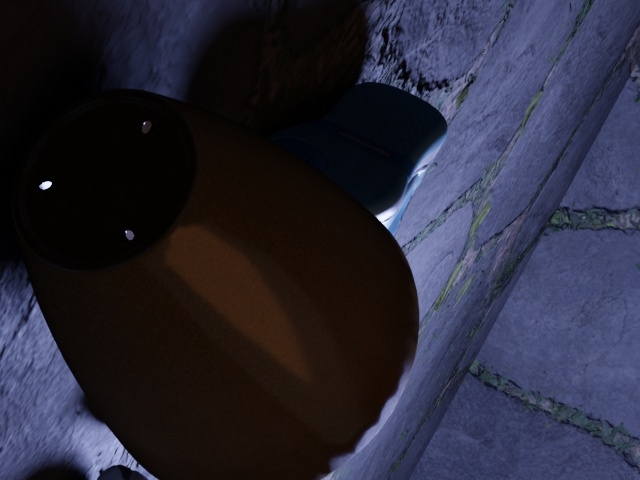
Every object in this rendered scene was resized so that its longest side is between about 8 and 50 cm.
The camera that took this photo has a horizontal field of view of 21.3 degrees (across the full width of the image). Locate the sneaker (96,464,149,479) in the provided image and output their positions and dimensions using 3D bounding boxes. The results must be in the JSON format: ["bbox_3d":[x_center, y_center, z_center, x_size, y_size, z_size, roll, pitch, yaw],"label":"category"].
[{"bbox_3d":[-0.211,0.324,1.476,0.129,0.111,0.297,-27,146,-57],"label":"sneaker"}]

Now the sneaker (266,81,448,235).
[{"bbox_3d":[0.000,0.000,1.481,0.319,0.127,0.208,-35,152,-57],"label":"sneaker"}]

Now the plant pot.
[{"bbox_3d":[-0.082,0.015,1.071,0.237,0.237,0.254,-56,152,-11],"label":"plant pot"}]
